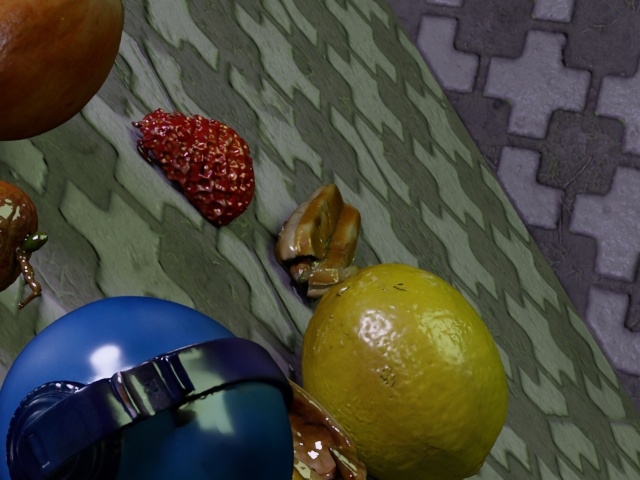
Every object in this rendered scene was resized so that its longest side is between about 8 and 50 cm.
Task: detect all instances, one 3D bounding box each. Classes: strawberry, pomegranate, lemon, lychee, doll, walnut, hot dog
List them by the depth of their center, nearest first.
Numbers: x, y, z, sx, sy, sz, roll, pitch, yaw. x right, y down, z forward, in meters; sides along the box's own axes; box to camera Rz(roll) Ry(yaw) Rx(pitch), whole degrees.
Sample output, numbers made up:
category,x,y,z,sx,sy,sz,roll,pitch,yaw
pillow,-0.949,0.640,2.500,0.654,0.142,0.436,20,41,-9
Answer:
category,x,y,z,sx,sy,sz,roll,pitch,yaw
doll,-0.156,0.181,1.365,0.240,0.310,0.284,59,19,20
lychee,-0.296,0.007,1.660,0.140,0.101,0.114,42,50,3
pomegranate,-0.301,-0.232,1.811,0.229,0.270,0.252,55,9,30
walnut,-0.055,0.208,1.920,0.211,0.087,0.167,39,22,-19
lemon,0.097,0.158,2.160,0.263,0.236,0.236,41,15,14
strawberry,-0.142,-0.099,2.268,0.188,0.082,0.121,41,25,-42
hot dog,0.000,0.000,2.455,0.109,0.072,0.269,53,20,-10

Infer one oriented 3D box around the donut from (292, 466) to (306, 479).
category,x,y,z,sx,sy,sz,roll,pitch,yaw
donut,-0.070,0.274,1.778,0.178,0.065,0.162,58,34,-5
